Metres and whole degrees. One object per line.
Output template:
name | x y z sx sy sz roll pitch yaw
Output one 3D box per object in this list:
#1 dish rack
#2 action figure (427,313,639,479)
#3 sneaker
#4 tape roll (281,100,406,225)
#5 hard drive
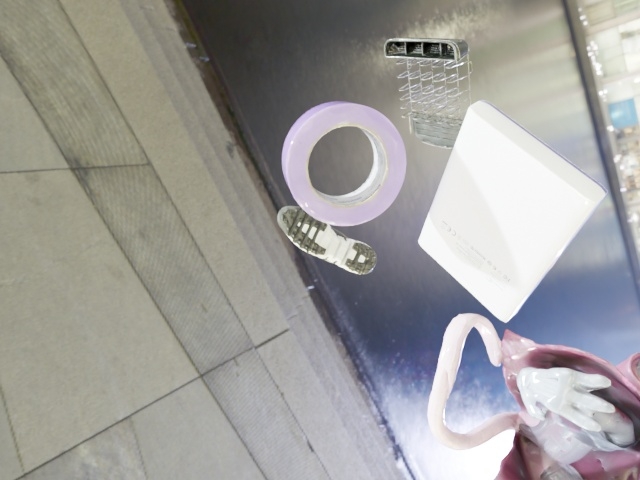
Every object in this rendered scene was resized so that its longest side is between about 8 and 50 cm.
dish rack | 0.261 -0.339 1.321 0.074 0.208 0.272 -31 125 -29
action figure | 0.273 0.228 0.602 0.370 0.275 0.248 16 93 -63
sneaker | 0.000 0.000 1.174 0.234 0.106 0.078 29 83 -24
tape roll | 0.035 -0.123 0.897 0.080 0.188 0.189 -122 -172 -71
hard drive | 0.268 -0.030 0.867 0.040 0.210 0.319 -32 154 -25
